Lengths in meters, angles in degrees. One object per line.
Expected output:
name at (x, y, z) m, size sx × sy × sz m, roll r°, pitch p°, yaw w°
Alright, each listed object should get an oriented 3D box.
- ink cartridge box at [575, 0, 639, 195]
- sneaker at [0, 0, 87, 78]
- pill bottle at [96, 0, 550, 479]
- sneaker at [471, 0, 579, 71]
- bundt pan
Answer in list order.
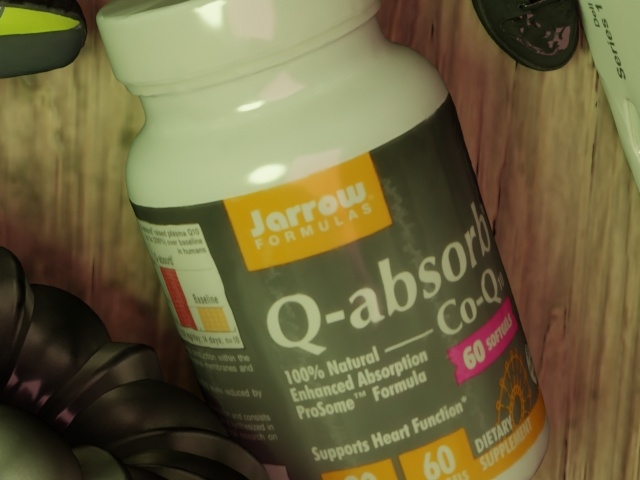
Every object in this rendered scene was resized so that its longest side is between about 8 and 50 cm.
ink cartridge box at (0.303, -0.099, 0.946) m, size 0.278 × 0.117 × 0.201 m, roll -25°, pitch 107°, yaw -8°
sneaker at (-0.252, -0.058, 0.822) m, size 0.300 × 0.111 × 0.121 m, roll -15°, pitch 119°, yaw -8°
pill bottle at (0.000, 0.000, 0.861) m, size 0.162 × 0.162 × 0.278 m, roll -22°, pitch 108°, yaw -10°
sneaker at (0.100, -0.159, 0.891) m, size 0.051 × 0.089 × 0.170 m, roll -25°, pitch 107°, yaw -9°
bundt pan at (-0.141, 0.096, 0.749) m, size 0.331 × 0.331 × 0.124 m, roll 34°, pitch 99°, yaw -19°
